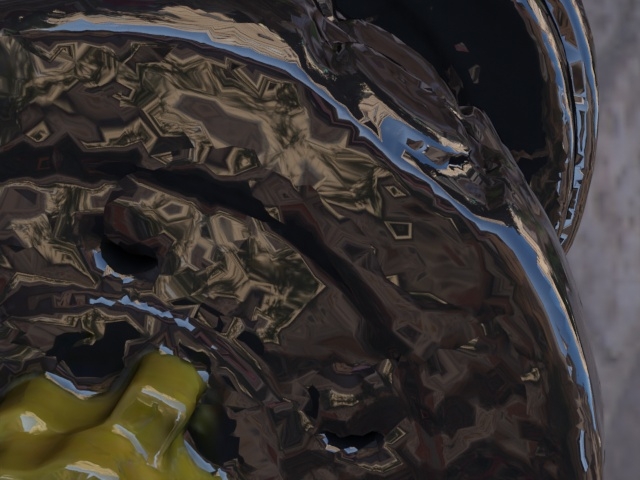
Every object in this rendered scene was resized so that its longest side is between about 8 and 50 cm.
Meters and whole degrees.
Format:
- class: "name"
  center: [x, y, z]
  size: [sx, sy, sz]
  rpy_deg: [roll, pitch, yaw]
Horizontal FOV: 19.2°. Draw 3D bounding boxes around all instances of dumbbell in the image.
- class: "dumbbell"
  center: [-0.021, 0.000, 0.462]
  size: [0.388, 0.185, 0.185]
  rpy_deg: [-70, 147, -70]
